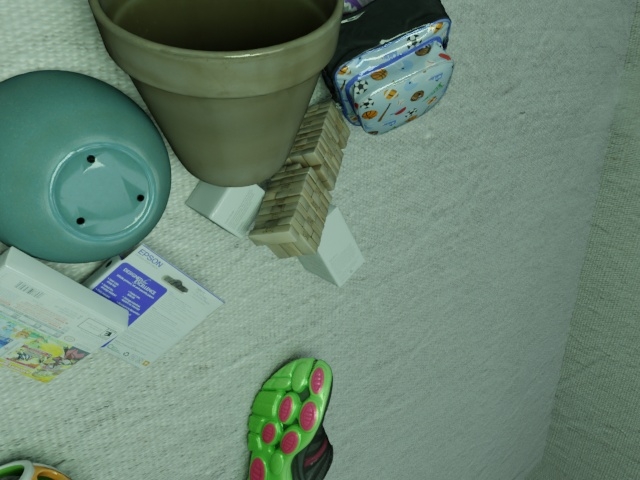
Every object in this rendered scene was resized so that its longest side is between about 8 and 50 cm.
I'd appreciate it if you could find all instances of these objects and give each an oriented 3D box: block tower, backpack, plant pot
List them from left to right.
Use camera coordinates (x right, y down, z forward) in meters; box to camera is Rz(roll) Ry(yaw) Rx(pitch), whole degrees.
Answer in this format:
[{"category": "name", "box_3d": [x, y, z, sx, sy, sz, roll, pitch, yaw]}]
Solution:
[{"category": "plant pot", "box_3d": [-0.335, -0.087, 0.672, 0.290, 0.195, 0.290, -16, 116, -36]}, {"category": "plant pot", "box_3d": [-0.142, -0.243, 0.718, 0.323, 0.323, 0.280, -33, 152, -28]}, {"category": "block tower", "box_3d": [-0.029, -0.117, 0.909, 0.097, 0.091, 0.335, 51, 43, -39]}, {"category": "backpack", "box_3d": [0.130, -0.334, 0.921, 0.277, 0.263, 0.213, -19, 84, 6]}]

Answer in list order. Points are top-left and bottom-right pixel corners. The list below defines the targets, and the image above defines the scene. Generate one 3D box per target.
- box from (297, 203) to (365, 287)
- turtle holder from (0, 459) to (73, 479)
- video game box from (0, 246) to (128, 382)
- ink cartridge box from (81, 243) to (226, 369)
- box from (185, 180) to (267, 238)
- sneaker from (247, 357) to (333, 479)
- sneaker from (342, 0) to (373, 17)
[{"category": "box", "box_3d": [0.000, 0.000, 1.043, 0.091, 0.130, 0.170, -44, 130, -19]}, {"category": "turtle holder", "box_3d": [-0.518, 0.491, 0.742, 0.321, 0.243, 0.227, -13, 103, 6]}, {"category": "video game box", "box_3d": [-0.434, 0.122, 0.711, 0.187, 0.048, 0.205, -34, 132, 10]}, {"category": "ink cartridge box", "box_3d": [-0.312, 0.116, 0.831, 0.208, 0.045, 0.206, -39, 131, 4]}, {"category": "box", "box_3d": [-0.174, -0.076, 0.881, 0.087, 0.102, 0.101, 38, 81, -46]}, {"category": "sneaker", "box_3d": [-0.066, 0.500, 1.180, 0.202, 0.185, 0.482, -7, 116, -59]}, {"category": "sneaker", "box_3d": [0.078, -0.479, 0.961, 0.236, 0.095, 0.104, -2, 101, -46]}]
